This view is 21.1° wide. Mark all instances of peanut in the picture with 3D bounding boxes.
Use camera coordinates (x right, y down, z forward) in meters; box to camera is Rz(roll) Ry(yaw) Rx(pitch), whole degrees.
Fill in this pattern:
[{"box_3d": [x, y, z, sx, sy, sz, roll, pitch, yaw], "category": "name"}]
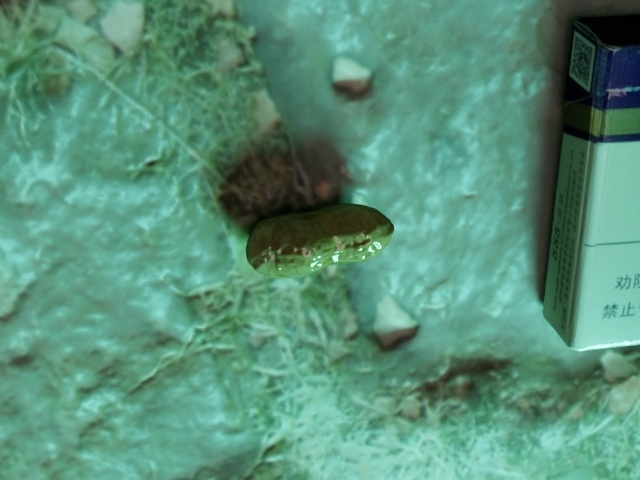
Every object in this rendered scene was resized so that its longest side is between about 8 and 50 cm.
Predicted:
[{"box_3d": [0.000, 0.000, 1.274, 0.113, 0.054, 0.053, -12, 118, -7], "category": "peanut"}]

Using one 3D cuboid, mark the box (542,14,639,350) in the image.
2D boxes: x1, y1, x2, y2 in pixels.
[{"box_3d": [0.267, -0.047, 1.323, 0.168, 0.071, 0.259, -5, 116, -15], "category": "box"}]
